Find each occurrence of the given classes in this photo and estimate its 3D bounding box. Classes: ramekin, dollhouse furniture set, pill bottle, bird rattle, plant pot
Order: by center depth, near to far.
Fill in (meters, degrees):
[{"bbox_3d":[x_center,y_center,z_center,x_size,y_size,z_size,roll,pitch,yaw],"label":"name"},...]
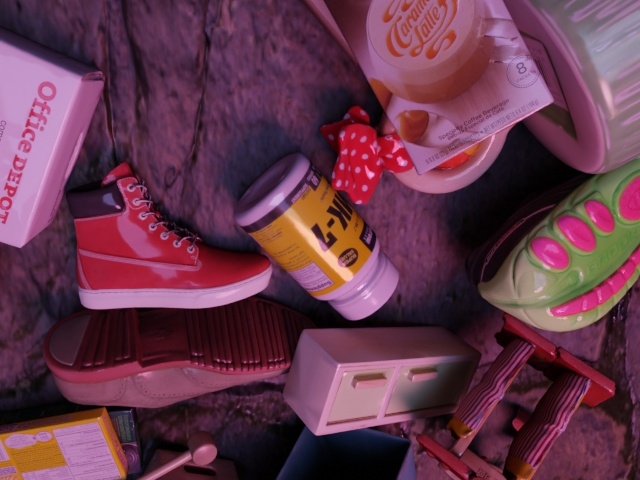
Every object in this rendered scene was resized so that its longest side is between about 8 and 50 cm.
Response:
[{"bbox_3d":[0.292,-0.221,0.604,0.148,0.303,0.303,-33,112,8],"label":"ramekin"},{"bbox_3d":[0.133,-0.137,0.678,0.207,0.143,0.254,28,102,-20],"label":"bird rattle"},{"bbox_3d":[0.000,0.000,0.705,0.119,0.119,0.208,-43,112,4],"label":"pill bottle"},{"bbox_3d":[0.260,0.278,0.800,0.201,0.152,0.374,-50,156,-14],"label":"dollhouse furniture set"},{"bbox_3d":[0.051,0.412,0.805,0.165,0.165,0.234,4,128,30],"label":"plant pot"}]

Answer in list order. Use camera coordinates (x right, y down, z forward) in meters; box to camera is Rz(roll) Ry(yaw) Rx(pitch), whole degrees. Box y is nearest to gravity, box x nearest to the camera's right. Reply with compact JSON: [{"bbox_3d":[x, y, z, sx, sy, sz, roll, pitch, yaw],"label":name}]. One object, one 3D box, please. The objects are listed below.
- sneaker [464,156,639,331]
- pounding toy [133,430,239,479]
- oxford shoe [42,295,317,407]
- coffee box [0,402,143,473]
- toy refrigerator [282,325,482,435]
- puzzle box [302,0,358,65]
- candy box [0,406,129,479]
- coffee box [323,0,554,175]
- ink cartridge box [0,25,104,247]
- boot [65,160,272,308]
[{"bbox_3d":[0.390,-0.054,0.746,0.482,0.202,0.185,-25,102,-21],"label":"sneaker"},{"bbox_3d":[-0.205,0.343,0.780,0.181,0.094,0.206,23,102,-28],"label":"pounding toy"},{"bbox_3d":[-0.174,0.155,0.742,0.348,0.123,0.130,2,134,-14],"label":"oxford shoe"},{"bbox_3d":[-0.349,0.284,0.766,0.184,0.040,0.113,-4,110,-10],"label":"coffee box"},{"bbox_3d":[0.094,0.185,0.749,0.269,0.094,0.102,7,108,-37],"label":"toy refrigerator"},{"bbox_3d":[0.108,-0.434,0.598,0.409,0.052,0.272,-41,102,4],"label":"puzzle box"},{"bbox_3d":[-0.364,0.281,0.713,0.205,0.027,0.105,-10,114,2],"label":"candy box"},{"bbox_3d":[0.099,-0.208,0.536,0.141,0.098,0.247,-29,96,19],"label":"coffee box"},{"bbox_3d":[-0.403,-0.140,0.573,0.278,0.117,0.201,22,102,-17],"label":"ink cartridge box"},{"bbox_3d":[-0.183,-0.010,0.683,0.244,0.088,0.176,-2,107,-8],"label":"boot"}]
